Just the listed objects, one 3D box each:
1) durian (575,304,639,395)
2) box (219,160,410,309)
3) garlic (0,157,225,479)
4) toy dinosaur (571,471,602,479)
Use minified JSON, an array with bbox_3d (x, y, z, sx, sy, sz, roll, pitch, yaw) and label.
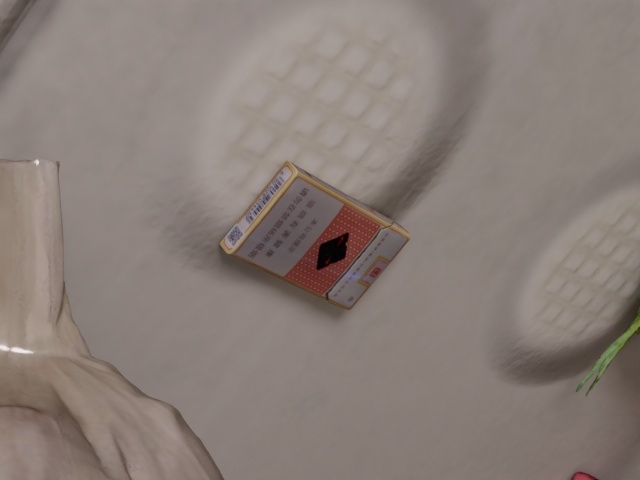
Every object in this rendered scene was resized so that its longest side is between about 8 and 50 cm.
[{"bbox_3d":[0.262,-0.067,0.650,0.169,0.157,0.355,13,124,-3],"label":"durian"},{"bbox_3d":[0.000,0.000,0.551,0.046,0.012,0.083,-51,138,11],"label":"box"},{"bbox_3d":[-0.115,0.077,0.437,0.218,0.219,0.212,21,74,-46],"label":"garlic"},{"bbox_3d":[0.206,0.192,0.858,0.286,0.070,0.139,-53,149,10],"label":"toy dinosaur"}]
